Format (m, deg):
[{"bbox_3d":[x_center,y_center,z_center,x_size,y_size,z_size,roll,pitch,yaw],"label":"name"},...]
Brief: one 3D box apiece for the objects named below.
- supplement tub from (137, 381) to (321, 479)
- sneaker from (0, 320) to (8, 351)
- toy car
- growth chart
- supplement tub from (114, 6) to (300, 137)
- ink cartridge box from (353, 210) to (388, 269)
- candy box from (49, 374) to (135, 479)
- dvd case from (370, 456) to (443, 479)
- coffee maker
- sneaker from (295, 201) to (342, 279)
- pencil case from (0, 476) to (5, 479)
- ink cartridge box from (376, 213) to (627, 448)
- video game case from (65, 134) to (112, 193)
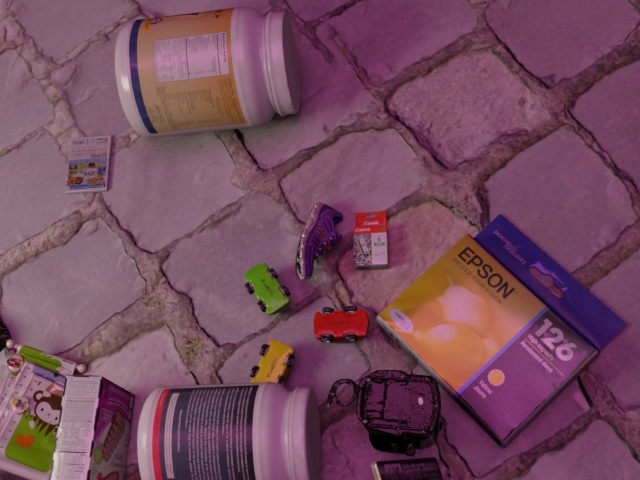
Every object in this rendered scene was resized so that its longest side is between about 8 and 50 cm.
[{"bbox_3d":[-0.145,0.329,1.495,0.272,0.191,0.191,-3,68,8],"label":"supplement tub"},{"bbox_3d":[-0.654,0.166,1.724,0.162,0.063,0.073,37,96,24],"label":"sneaker"},{"bbox_3d":[-0.058,0.139,1.632,0.239,0.053,0.225,-33,67,-5],"label":"toy car"},{"bbox_3d":[-0.500,0.306,1.616,0.172,0.021,0.237,17,61,-16],"label":"growth chart"},{"bbox_3d":[-0.208,-0.321,1.743,0.316,0.228,0.228,-5,68,7],"label":"supplement tub"},{"bbox_3d":[0.092,-0.004,1.676,0.062,0.029,0.115,-3,69,8],"label":"ink cartridge box"},{"bbox_3d":[-0.384,0.357,1.540,0.071,0.159,0.234,0,69,10],"label":"candy box"},{"bbox_3d":[0.163,0.450,1.424,0.018,0.164,0.221,-33,62,33],"label":"dvd case"},{"bbox_3d":[0.112,0.273,1.483,0.171,0.178,0.120,26,73,15],"label":"coffee maker"},{"bbox_3d":[0.000,0.000,1.656,0.071,0.068,0.170,18,54,4],"label":"sneaker"},{"bbox_3d":[-0.505,0.520,1.496,0.386,0.160,0.167,36,71,19],"label":"pencil case"},{"bbox_3d":[0.310,0.139,1.566,0.307,0.072,0.303,-43,68,-7],"label":"ink cartridge box"},{"bbox_3d":[-0.465,-0.152,1.835,0.087,0.011,0.122,-3,68,7],"label":"video game case"}]
